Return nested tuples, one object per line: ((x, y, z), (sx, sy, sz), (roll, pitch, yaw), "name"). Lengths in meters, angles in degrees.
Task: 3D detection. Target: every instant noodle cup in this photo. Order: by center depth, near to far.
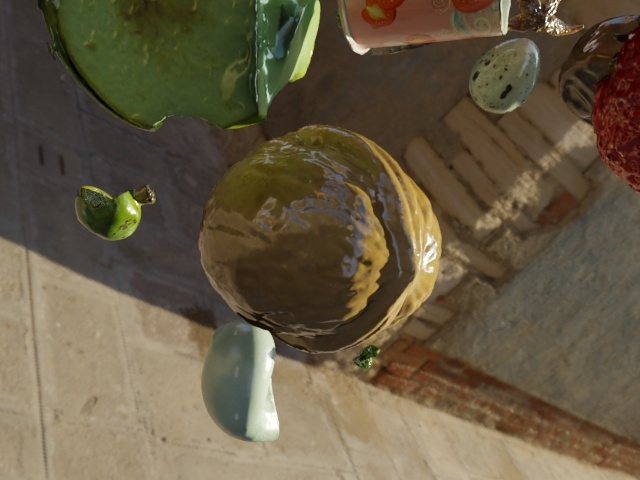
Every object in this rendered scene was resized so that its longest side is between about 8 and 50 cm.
((0.166, -0.403, 1.074), (0.231, 0.242, 0.243), (5, 10, 18), "instant noodle cup")

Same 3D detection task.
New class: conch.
((-0.118, 0.221, 1.124), (0.121, 0.221, 0.185), (8, 36, 16), "conch")

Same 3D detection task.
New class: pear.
((-0.134, -0.247, 0.857), (0.287, 0.176, 0.282), (4, 25, 15), "pear")

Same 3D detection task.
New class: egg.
((0.365, -0.328, 1.411), (0.131, 0.164, 0.131), (9, 49, -11), "egg")

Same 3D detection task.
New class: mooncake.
((0.682, -0.353, 1.587), (0.284, 0.155, 0.284), (30, -15, 9), "mooncake")

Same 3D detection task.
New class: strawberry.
((0.459, -0.135, 0.846), (0.257, 0.257, 0.276), (2, 76, -62), "strawberry")

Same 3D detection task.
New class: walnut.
((0.000, 0.000, 0.941), (0.333, 0.333, 0.333), (38, 20, -17), "walnut")

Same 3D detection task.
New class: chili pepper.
((0.071, 0.187, 1.148), (0.034, 0.030, 0.091), (15, -23, 1), "chili pepper")

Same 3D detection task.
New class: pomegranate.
((-0.449, -0.061, 1.572), (0.169, 0.122, 0.143), (-1, 1, -5), "pomegranate")

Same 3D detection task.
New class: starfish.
((0.528, -0.551, 1.675), (0.248, 0.138, 0.050), (-6, 41, -25), "starfish")

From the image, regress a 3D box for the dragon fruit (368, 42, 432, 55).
((0.228, -0.565, 1.639), (0.204, 0.283, 0.221), (-149, -141, -72), "dragon fruit")

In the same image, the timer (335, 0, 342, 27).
((0.076, -0.474, 1.413), (0.099, 0.136, 0.136), (51, 20, 3), "timer")
